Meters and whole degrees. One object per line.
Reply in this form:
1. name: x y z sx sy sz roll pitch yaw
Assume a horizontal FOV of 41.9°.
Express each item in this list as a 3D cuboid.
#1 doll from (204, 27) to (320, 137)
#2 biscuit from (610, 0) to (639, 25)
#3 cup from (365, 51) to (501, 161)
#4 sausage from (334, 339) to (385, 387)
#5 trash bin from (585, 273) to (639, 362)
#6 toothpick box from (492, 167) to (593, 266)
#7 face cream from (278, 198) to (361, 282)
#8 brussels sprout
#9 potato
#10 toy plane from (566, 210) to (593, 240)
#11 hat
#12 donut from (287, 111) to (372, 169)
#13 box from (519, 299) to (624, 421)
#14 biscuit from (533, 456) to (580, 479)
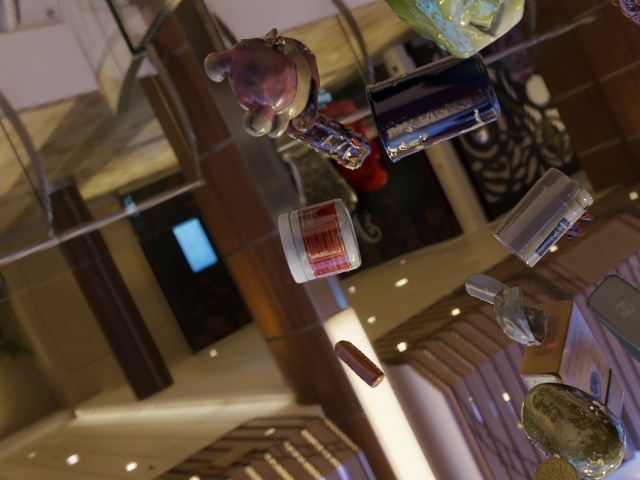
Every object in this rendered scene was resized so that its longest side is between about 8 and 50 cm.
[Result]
1. doll: -0.087 -0.279 1.486 0.152 0.196 0.256 0 -167 19
2. biscuit: 0.699 -0.610 1.686 0.166 0.395 0.342 -50 178 -21
3. cup: 0.252 -0.312 1.856 0.256 0.178 0.255 -20 -163 12
4. sausage: 0.078 0.250 1.718 0.039 0.131 0.041 -19 135 -35
5. trash bin: 0.599 0.172 1.501 0.101 0.236 0.176 -48 -141 7
6. toothpick box: 0.445 -0.047 1.678 0.180 0.111 0.111 -48 -179 5
7. face cream: 0.000 0.000 2.302 0.187 0.201 0.201 -15 -176 5
8. brussels sprout: 0.241 -0.524 1.577 0.281 0.354 0.289 -28 -179 -30
9. potato: 0.596 0.445 1.953 0.307 0.210 0.173 -116 -131 -73
10. toy plane: 0.601 -0.045 2.137 0.189 0.130 0.061 -30 -169 5
11. hat: 0.399 0.162 1.853 0.173 0.166 0.144 -6 -121 37
12. donut: 0.016 -0.282 2.251 0.103 0.270 0.270 -63 179 6
13. box: 0.694 0.395 2.274 0.116 0.415 0.264 -13 -146 36
14. biscuit: 0.439 0.444 1.548 0.084 0.084 0.023 -25 140 14
